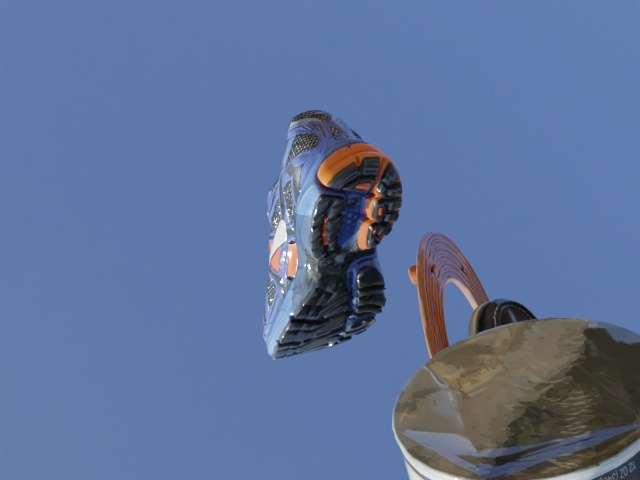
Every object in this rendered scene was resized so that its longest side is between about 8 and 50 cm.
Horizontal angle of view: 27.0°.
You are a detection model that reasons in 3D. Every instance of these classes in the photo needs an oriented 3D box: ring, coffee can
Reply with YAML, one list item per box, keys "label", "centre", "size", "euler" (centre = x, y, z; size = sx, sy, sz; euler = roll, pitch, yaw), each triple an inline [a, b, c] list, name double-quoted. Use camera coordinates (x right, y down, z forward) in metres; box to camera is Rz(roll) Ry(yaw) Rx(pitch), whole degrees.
- label: "ring"
  centre: [0.174, 0.152, 1.551]
  size: [0.032, 0.336, 0.336]
  euler: [-18, -115, 19]
- label: "coffee can"
  centre: [0.181, 0.226, 1.003]
  size: [0.201, 0.201, 0.275]
  euler: [-33, -60, -30]

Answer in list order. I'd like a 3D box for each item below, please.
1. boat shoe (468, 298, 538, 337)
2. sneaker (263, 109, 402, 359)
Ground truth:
- label: "boat shoe"
  centre: [0.271, 0.193, 1.372]
  size: [0.127, 0.113, 0.340]
  euler: [-5, -118, -36]
- label: "sneaker"
  centre: [0.000, 0.000, 0.915]
  size: [0.083, 0.221, 0.087]
  euler: [-9, -130, -25]
